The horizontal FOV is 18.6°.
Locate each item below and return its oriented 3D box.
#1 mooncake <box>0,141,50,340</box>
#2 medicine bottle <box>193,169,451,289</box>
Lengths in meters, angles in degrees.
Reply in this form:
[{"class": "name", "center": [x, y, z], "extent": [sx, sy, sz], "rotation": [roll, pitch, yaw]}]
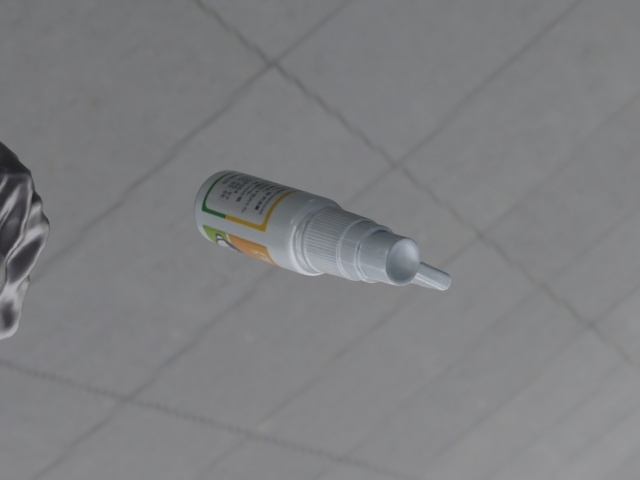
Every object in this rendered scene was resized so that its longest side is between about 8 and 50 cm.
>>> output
[{"class": "mooncake", "center": [-0.366, 0.027, 1.811], "extent": [0.283, 0.141, 0.283], "rotation": [21, 90, -75]}, {"class": "medicine bottle", "center": [0.000, 0.000, 1.493], "extent": [0.092, 0.221, 0.061], "rotation": [27, 84, -41]}]
